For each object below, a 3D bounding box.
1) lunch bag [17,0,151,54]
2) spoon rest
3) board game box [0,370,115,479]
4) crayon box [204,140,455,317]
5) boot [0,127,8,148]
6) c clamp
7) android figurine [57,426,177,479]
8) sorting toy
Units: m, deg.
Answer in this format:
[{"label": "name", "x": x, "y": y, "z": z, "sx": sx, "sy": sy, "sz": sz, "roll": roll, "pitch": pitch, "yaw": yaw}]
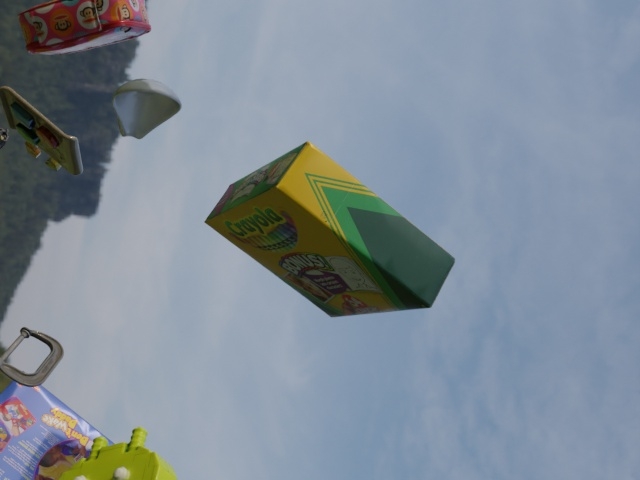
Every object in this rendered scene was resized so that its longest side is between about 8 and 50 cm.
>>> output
[{"label": "lunch bag", "x": -0.590, "y": -0.554, "z": 2.120, "sx": 0.258, "sy": 0.293, "sz": 0.120, "roll": -55, "pitch": 134, "yaw": -76}, {"label": "spoon rest", "x": -0.373, "y": -0.267, "z": 1.727, "sx": 0.276, "sy": 0.137, "sz": 0.084, "roll": 165, "pitch": -70, "yaw": -67}, {"label": "board game box", "x": -0.576, "y": 0.475, "z": 1.749, "sx": 0.078, "sy": 0.347, "sz": 0.233, "roll": -47, "pitch": -176, "yaw": 48}, {"label": "crayon box", "x": 0.000, "y": 0.000, "z": 1.422, "sx": 0.106, "sy": 0.313, "sz": 0.363, "roll": -59, "pitch": -163, "yaw": -20}, {"label": "boot", "x": -0.652, "y": -0.238, "z": 1.486, "sx": 0.263, "sy": 0.229, "sz": 0.091, "roll": -40, "pitch": -128, "yaw": 12}, {"label": "c clamp", "x": -0.555, "y": 0.209, "z": 1.542, "sx": 0.022, "sy": 0.137, "sz": 0.160, "roll": -57, "pitch": 180, "yaw": 28}, {"label": "android figurine", "x": -0.260, "y": 0.347, "z": 0.975, "sx": 0.248, "sy": 0.056, "sz": 0.273, "roll": -16, "pitch": -137, "yaw": 22}, {"label": "sorting toy", "x": -0.714, "y": -0.249, "z": 2.132, "sx": 0.041, "sy": 0.229, "sz": 0.307, "roll": -53, "pitch": 176, "yaw": -23}]
